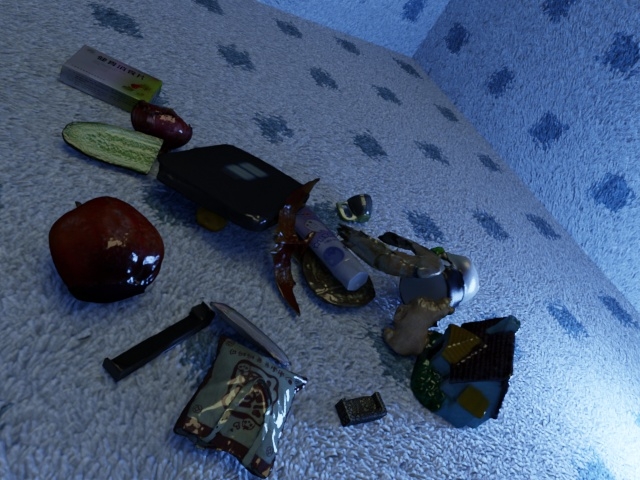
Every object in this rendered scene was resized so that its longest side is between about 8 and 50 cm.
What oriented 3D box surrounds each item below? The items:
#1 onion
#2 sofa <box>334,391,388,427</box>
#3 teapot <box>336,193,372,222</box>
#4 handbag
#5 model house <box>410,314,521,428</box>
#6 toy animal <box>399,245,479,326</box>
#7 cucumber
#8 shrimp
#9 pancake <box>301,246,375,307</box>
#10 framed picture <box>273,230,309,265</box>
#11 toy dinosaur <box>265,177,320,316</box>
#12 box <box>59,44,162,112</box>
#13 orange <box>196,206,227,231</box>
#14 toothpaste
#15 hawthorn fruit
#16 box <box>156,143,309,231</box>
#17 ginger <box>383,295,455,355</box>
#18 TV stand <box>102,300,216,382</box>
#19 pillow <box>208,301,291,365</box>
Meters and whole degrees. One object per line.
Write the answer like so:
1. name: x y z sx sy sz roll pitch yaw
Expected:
1. onion: -0.470 -0.320 1.440 0.184 0.184 0.146 19 81 -22
2. sofa: 0.097 0.397 1.163 0.118 0.039 0.060 4 46 -36
3. teapot: 0.127 -0.102 1.733 0.092 0.124 0.090 54 22 -64
4. handbag: -0.148 0.319 0.981 0.213 0.127 0.235 32 38 -8
5. model house: 0.420 0.322 1.330 0.230 0.248 0.280 35 36 0
6. toy animal: 0.377 0.125 1.549 0.212 0.212 0.267 46 38 14
7. cucumber: -0.567 -0.257 1.340 0.244 0.063 0.115 18 75 -26
8. shrimp: 0.196 0.022 1.444 0.361 0.085 0.247 24 25 32
9. pancake: 0.052 0.101 1.440 0.250 0.031 0.250 21 35 -16
10. framed picture: -0.001 0.052 1.496 0.252 0.014 0.197 46 37 15
11. toy dinosaur: -0.060 0.020 1.296 0.206 0.113 0.327 50 55 -51
12. box: -0.654 -0.505 1.560 0.261 0.062 0.175 22 38 -16
13. orange: -0.298 -0.064 1.348 0.086 0.062 0.086 19 40 -17
14. toothpaste: 0.000 0.000 1.450 0.125 0.079 0.371 -6 41 -40
15. hawthorn fruit: -0.452 0.010 1.036 0.250 0.215 0.215 44 37 20
16. box: -0.239 -0.158 1.404 0.359 0.090 0.350 29 27 14
17. ginger: 0.274 0.224 1.386 0.137 0.213 0.074 39 2 -10
18. TV stand: -0.330 0.205 1.035 0.049 0.040 0.256 44 37 12
19. pillow: -0.158 0.211 1.121 0.233 0.130 0.038 37 79 7
